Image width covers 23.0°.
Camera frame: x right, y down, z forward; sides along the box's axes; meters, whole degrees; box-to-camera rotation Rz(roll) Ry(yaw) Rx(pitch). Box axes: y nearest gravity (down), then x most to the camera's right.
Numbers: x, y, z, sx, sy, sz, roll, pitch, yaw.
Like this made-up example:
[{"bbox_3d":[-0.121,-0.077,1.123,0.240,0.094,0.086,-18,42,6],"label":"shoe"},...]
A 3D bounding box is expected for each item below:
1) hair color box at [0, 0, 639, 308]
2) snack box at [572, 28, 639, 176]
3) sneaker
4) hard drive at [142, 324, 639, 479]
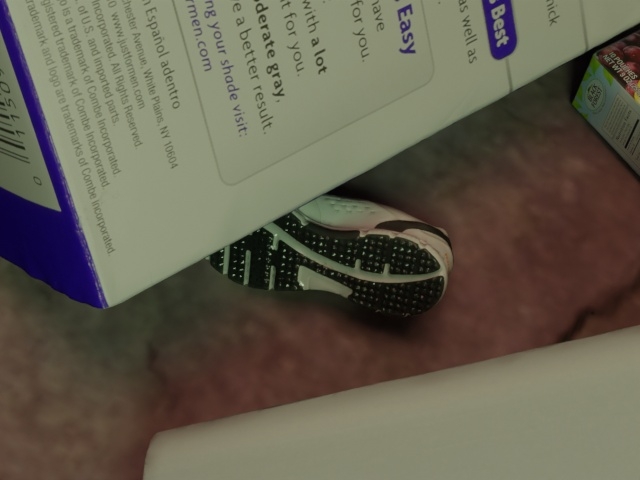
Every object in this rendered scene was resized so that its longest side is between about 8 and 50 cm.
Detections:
[{"bbox_3d":[0.010,-0.138,0.584,0.339,0.185,0.110,-28,29,-27],"label":"hair color box"},{"bbox_3d":[0.193,-0.063,0.667,0.141,0.037,0.100,-27,65,-24],"label":"snack box"},{"bbox_3d":[0.000,0.000,0.604,0.109,0.040,0.044,19,23,13],"label":"sneaker"},{"bbox_3d":[0.108,0.126,0.413,0.353,0.047,0.233,-15,53,21],"label":"hard drive"}]
